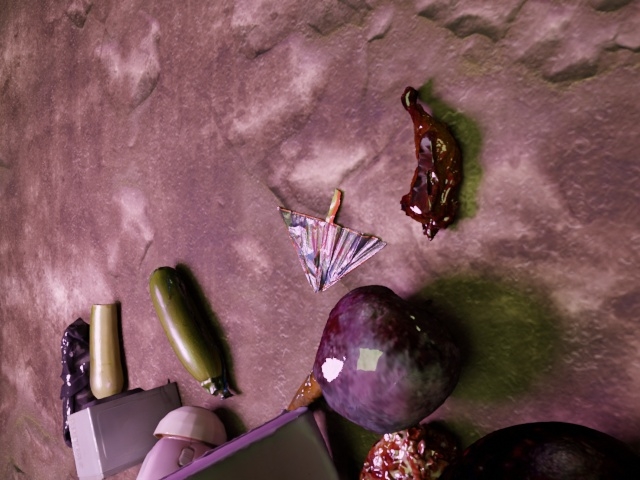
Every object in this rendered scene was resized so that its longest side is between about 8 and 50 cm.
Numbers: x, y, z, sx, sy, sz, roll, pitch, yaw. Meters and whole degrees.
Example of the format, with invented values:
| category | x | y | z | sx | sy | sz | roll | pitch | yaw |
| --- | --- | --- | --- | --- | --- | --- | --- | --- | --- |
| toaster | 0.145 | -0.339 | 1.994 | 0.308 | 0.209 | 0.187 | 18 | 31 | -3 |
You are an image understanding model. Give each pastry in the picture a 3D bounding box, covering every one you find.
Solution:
| category | x | y | z | sx | sy | sz | roll | pitch | yaw |
| --- | --- | --- | --- | --- | --- | --- | --- | --- | --- |
| pastry | 0.116 | 0.347 | 0.704 | 0.115 | 0.097 | 0.208 | 45 | 121 | 40 |

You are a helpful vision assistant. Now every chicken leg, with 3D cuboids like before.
| category | x | y | z | sx | sy | sz | roll | pitch | yaw |
| --- | --- | --- | --- | --- | --- | --- | --- | --- | --- |
| chicken leg | 0.148 | -0.108 | 0.679 | 0.090 | 0.048 | 0.219 | -1 | 92 | 37 |

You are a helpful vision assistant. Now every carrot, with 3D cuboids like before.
| category | x | y | z | sx | sy | sz | roll | pitch | yaw |
| --- | --- | --- | --- | --- | --- | --- | --- | --- | --- |
| carrot | -0.031 | 0.284 | 0.856 | 0.049 | 0.049 | 0.254 | 49 | 125 | 27 |

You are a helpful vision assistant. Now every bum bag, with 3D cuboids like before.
| category | x | y | z | sx | sy | sz | roll | pitch | yaw |
| --- | --- | --- | --- | --- | --- | --- | --- | --- | --- |
| bum bag | -0.637 | 0.369 | 1.309 | 0.095 | 0.144 | 0.340 | 0 | 95 | -3 |

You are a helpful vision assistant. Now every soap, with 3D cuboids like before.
| category | x | y | z | sx | sy | sz | roll | pitch | yaw |
| --- | --- | --- | --- | --- | --- | --- | --- | --- | --- |
| soap | -0.094 | 0.438 | 0.725 | 0.107 | 0.296 | 0.285 | -32 | 78 | 61 |

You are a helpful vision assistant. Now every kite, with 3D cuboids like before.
| category | x | y | z | sx | sy | sz | roll | pitch | yaw |
| --- | --- | --- | --- | --- | --- | --- | --- | --- | --- |
| kite | 0.000 | 0.000 | 0.831 | 0.241 | 0.014 | 0.183 | 26 | 108 | 37 |

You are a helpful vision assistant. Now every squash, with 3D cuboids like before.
| category | x | y | z | sx | sy | sz | roll | pitch | yaw |
| --- | --- | --- | --- | --- | --- | --- | --- | --- | --- |
| squash | -0.551 | 0.285 | 1.266 | 0.083 | 0.083 | 0.250 | -7 | 85 | 40 |
| squash | -0.276 | 0.189 | 1.027 | 0.087 | 0.087 | 0.331 | -46 | 66 | 32 |

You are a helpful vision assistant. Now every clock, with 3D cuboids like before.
| category | x | y | z | sx | sy | sz | roll | pitch | yaw |
| --- | --- | --- | --- | --- | --- | --- | --- | --- | --- |
| clock | -0.280 | 0.518 | 0.917 | 0.326 | 0.184 | 0.342 | -120 | 53 | -72 |

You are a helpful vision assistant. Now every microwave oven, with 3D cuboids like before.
| category | x | y | z | sx | sy | sz | roll | pitch | yaw |
| --- | --- | --- | --- | --- | --- | --- | --- | --- | --- |
| microwave oven | -0.419 | 0.414 | 1.077 | 0.129 | 0.205 | 0.163 | -29 | 73 | 37 |

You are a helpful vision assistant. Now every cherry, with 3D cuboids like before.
| category | x | y | z | sx | sy | sz | roll | pitch | yaw |
| --- | --- | --- | --- | --- | --- | --- | --- | --- | --- |
| cherry | 0.087 | 0.161 | 0.662 | 0.195 | 0.195 | 0.195 | 3 | 94 | 40 |

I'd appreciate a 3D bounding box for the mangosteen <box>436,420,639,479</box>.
| category | x | y | z | sx | sy | sz | roll | pitch | yaw |
| --- | --- | --- | --- | --- | --- | --- | --- | --- | --- |
| mangosteen | 0.237 | 0.340 | 0.459 | 0.297 | 0.297 | 0.313 | -61 | 18 | 24 |
